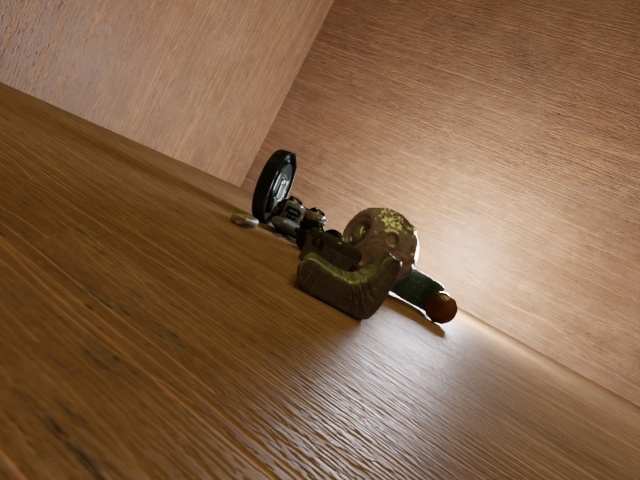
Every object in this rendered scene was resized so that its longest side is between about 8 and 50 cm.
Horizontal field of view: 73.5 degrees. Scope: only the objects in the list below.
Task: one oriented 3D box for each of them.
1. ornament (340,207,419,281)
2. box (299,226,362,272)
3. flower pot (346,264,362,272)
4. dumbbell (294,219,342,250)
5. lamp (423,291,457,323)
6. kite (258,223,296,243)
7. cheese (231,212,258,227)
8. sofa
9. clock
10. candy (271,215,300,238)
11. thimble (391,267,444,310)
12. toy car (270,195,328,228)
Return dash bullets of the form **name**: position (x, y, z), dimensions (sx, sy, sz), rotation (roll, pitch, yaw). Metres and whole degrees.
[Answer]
- **ornament**: position (0.252, 0.034, 1.801), dimensions (0.337, 0.337, 0.337), rotation (28, 4, -2)
- **box**: position (0.032, 0.050, 1.516), dimensions (0.148, 0.129, 0.210), rotation (24, 4, -37)
- **flower pot**: position (0.112, 0.129, 1.326), dimensions (0.111, 0.089, 0.111), rotation (27, 4, -2)
- **dumbbell**: position (0.000, 0.000, 1.869), dimensions (0.143, 0.143, 0.325), rotation (31, 5, 42)
- **lamp**: position (0.490, 0.275, 1.752), dimensions (0.136, 0.136, 0.136), rotation (28, 4, -2)
- **kite**: position (-0.182, -0.028, 1.958), dimensions (0.322, 0.013, 0.268), rotation (27, 3, -4)
- **cheese**: position (-0.290, -0.079, 1.648), dimensions (0.064, 0.043, 0.194), rotation (29, 4, 7)
- **sofa**: position (0.066, 0.072, 1.100), dimensions (0.225, 0.176, 0.210), rotation (28, 4, 1)
- **clock**: position (-0.228, -0.271, 2.148), dimensions (0.076, 0.386, 0.386), rotation (23, 3, 7)
- **candy**: position (-0.141, -0.057, 2.034), dimensions (0.174, 0.071, 0.138), rotation (29, -5, -32)
- **thimble**: position (0.417, 0.209, 1.903), dimensions (0.235, 0.143, 0.198), rotation (31, -4, 16)
- **toy car**: position (-0.114, -0.100, 2.169), dimensions (0.301, 0.193, 0.118), rotation (24, 19, -38)
